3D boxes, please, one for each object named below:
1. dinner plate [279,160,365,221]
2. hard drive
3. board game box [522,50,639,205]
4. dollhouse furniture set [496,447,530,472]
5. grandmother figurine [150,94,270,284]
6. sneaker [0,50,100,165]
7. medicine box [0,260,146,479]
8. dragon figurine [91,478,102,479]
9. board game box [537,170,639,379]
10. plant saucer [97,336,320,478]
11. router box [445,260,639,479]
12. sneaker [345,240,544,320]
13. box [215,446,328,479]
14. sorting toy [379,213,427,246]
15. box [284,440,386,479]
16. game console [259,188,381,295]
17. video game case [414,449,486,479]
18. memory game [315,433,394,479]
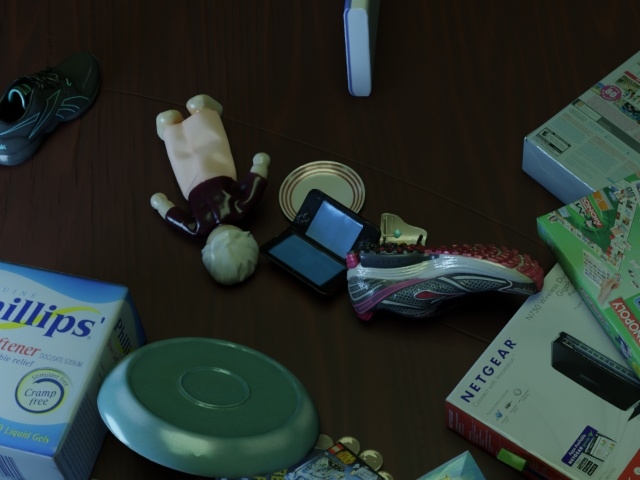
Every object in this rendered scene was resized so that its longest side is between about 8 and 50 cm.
[{"bbox_3d":[0.003,-0.072,2.151,0.141,0.017,0.141,-3,53,4],"label":"dinner plate"},{"bbox_3d":[0.078,-0.441,2.291,0.040,0.210,0.318,2,54,6],"label":"hard drive"},{"bbox_3d":[0.512,-0.160,2.119,0.303,0.097,0.224,-36,60,-18],"label":"board game box"},{"bbox_3d":[0.233,0.357,1.758,0.076,0.058,0.151,28,88,21],"label":"dollhouse furniture set"},{"bbox_3d":[-0.171,-0.079,2.130,0.208,0.104,0.342,-29,55,18],"label":"grandmother figurine"},{"bbox_3d":[-0.477,-0.246,2.269,0.101,0.106,0.267,23,58,22],"label":"sneaker"},{"bbox_3d":[-0.434,0.196,1.918,0.264,0.149,0.289,10,56,12],"label":"medicine box"},{"bbox_3d":[-0.244,0.408,1.748,0.085,0.144,0.289,-18,55,-8],"label":"dragon figurine"},{"bbox_3d":[0.482,0.046,1.888,0.214,0.046,0.317,-25,54,-5],"label":"board game box"},{"bbox_3d":[-0.151,0.219,1.840,0.318,0.043,0.317,11,25,-5],"label":"plant saucer"},{"bbox_3d":[0.394,0.207,1.871,0.301,0.082,0.335,30,62,24],"label":"router box"},{"bbox_3d":[0.187,0.062,1.963,0.299,0.121,0.112,0,98,22],"label":"sneaker"},{"bbox_3d":[-0.064,0.389,1.784,0.183,0.056,0.231,7,56,11],"label":"box"},{"bbox_3d":[0.132,0.004,2.071,0.075,0.045,0.083,3,54,-1],"label":"sorting toy"},{"bbox_3d":[0.021,0.322,1.730,0.094,0.027,0.137,-30,24,-15],"label":"box"},{"bbox_3d":[0.000,0.000,2.049,0.144,0.085,0.124,33,102,22],"label":"game console"},{"bbox_3d":[0.153,0.446,1.682,0.244,0.061,0.269,-27,75,-12],"label":"video game case"},{"bbox_3d":[0.013,0.356,1.844,0.186,0.012,0.186,-3,54,4],"label":"memory game"}]
